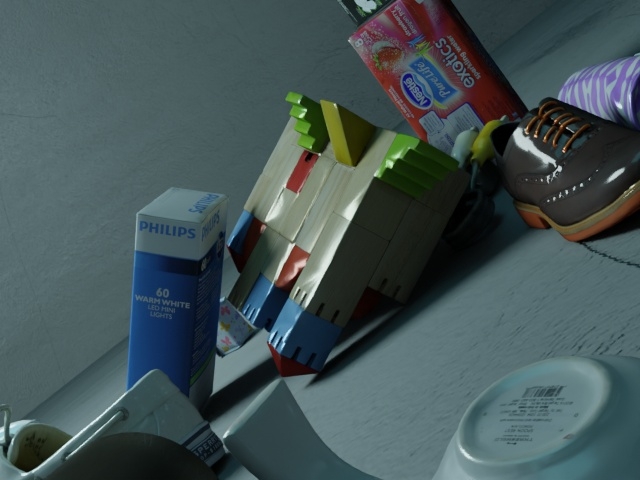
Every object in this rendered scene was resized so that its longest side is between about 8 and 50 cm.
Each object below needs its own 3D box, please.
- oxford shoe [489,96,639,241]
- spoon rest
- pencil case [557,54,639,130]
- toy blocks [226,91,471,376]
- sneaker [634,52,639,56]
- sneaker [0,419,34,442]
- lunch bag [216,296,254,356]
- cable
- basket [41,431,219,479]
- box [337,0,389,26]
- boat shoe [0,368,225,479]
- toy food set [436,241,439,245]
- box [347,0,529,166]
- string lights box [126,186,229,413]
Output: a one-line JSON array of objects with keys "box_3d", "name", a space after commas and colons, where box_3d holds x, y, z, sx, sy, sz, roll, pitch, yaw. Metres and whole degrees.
[{"box_3d": [0.202, -0.065, 0.784, 0.097, 0.098, 0.271, -38, 7, -8], "name": "oxford shoe"}, {"box_3d": [0.068, 0.111, 0.468, 0.276, 0.084, 0.137, -9, 27, 48], "name": "spoon rest"}, {"box_3d": [0.276, -0.120, 0.856, 0.206, 0.086, 0.088, -125, 56, -85], "name": "pencil case"}, {"box_3d": [0.000, 0.000, 1.048, 0.261, 0.191, 0.381, -62, 24, 3], "name": "toy blocks"}, {"box_3d": [0.328, -0.160, 1.016, 0.076, 0.065, 0.166, -22, 3, -25], "name": "sneaker"}, {"box_3d": [-0.451, 0.364, 1.183, 0.319, 0.127, 0.208, -49, 7, -13], "name": "sneaker"}, {"box_3d": [-0.151, 0.132, 1.404, 0.083, 0.071, 0.053, -26, 17, 49], "name": "lunch bag"}, {"box_3d": [0.154, -0.058, 1.108, 0.139, 0.072, 0.287, -40, 5, 29], "name": "cable"}, {"box_3d": [-0.133, 0.204, 0.516, 0.204, 0.154, 0.227, -35, 4, 15], "name": "basket"}, {"box_3d": [0.072, -0.334, 1.267, 0.062, 0.052, 0.083, -46, 12, -35], "name": "box"}, {"box_3d": [-0.274, 0.230, 0.937, 0.367, 0.156, 0.136, -33, -2, 25], "name": "boat shoe"}, {"box_3d": [0.095, 0.017, 1.123, 0.078, 0.019, 0.122, -43, 9, -39], "name": "toy food set"}, {"box_3d": [0.168, -0.211, 1.276, 0.128, 0.257, 0.122, -35, 9, 20], "name": "box"}, {"box_3d": [-0.165, 0.081, 1.111, 0.077, 0.259, 0.133, 8, 16, 6], "name": "string lights box"}]
